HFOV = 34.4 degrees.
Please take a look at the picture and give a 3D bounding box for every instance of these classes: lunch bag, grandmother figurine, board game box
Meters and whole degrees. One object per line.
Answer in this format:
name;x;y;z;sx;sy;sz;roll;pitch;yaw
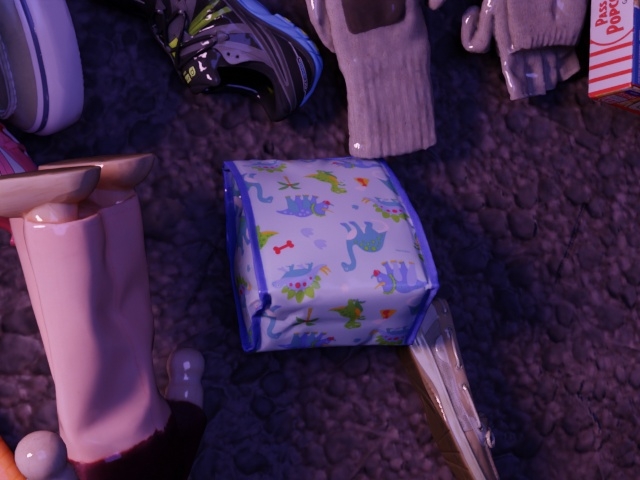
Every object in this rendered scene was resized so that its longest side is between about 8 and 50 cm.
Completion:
lunch bag;0.000;0.000;0.745;0.129;0.096;0.151;-1;53;-16
grandmother figurine;-0.130;0.120;0.658;0.208;0.104;0.342;-21;108;-58
board game box;0.302;-0.168;0.847;0.194;0.045;0.146;12;78;-33

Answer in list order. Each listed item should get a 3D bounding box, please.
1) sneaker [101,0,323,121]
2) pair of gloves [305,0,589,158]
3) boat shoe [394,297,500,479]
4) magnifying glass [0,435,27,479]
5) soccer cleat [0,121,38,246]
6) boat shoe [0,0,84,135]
sneaker;-0.088;-0.150;0.753;0.188;0.067;0.078;29;69;-13
pair of gloves;0.100;-0.186;0.790;0.240;0.042;0.204;-22;110;-20
boat shoe;0.103;0.119;0.776;0.048;0.056;0.153;-23;82;-13
magnifying glass;-0.266;0.085;0.692;0.092;0.026;0.231;-35;93;-17
soccer cleat;-0.261;-0.085;0.692;0.248;0.083;0.095;31;71;-7
boat shoe;-0.258;-0.199;0.671;0.094;0.109;0.302;-33;101;-37
